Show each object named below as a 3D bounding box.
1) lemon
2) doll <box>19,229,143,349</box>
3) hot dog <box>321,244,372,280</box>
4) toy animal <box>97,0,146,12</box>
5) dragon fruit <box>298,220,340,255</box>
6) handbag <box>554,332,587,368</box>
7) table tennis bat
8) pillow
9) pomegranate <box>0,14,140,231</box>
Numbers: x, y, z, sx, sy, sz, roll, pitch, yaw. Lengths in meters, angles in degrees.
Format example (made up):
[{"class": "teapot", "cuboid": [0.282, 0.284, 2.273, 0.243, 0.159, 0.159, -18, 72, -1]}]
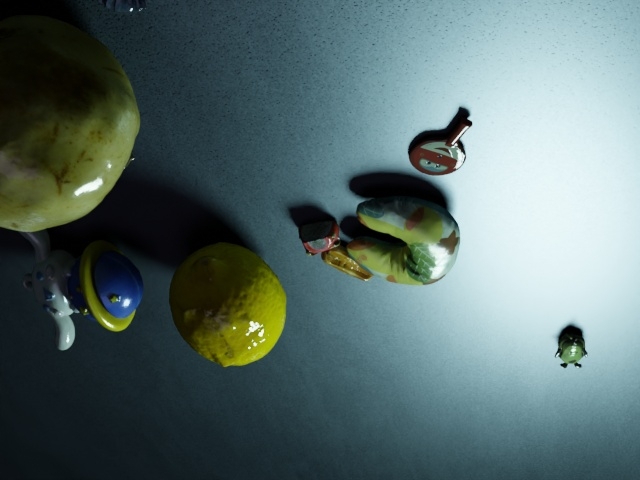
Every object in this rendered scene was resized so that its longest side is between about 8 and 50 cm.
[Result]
[{"class": "lemon", "cuboid": [-0.185, 0.127, 1.811, 0.233, 0.234, 0.288, -8, 139, 17]}, {"class": "doll", "cuboid": [-0.493, 0.059, 1.855, 0.242, 0.160, 0.311, -7, 119, 36]}, {"class": "hot dog", "cuboid": [0.056, 0.042, 1.825, 0.133, 0.041, 0.056, 29, 123, -23]}, {"class": "toy animal", "cuboid": [-0.244, -0.409, 1.216, 0.218, 0.116, 0.179, 21, 141, -9]}, {"class": "dragon fruit", "cuboid": [0.000, 0.000, 1.760, 0.083, 0.056, 0.060, -10, 139, 17]}, {"class": "handbag", "cuboid": [0.557, 0.240, 2.003, 0.072, 0.047, 0.111, -3, 144, 9]}, {"class": "table tennis bat", "cuboid": [0.215, -0.161, 1.559, 0.098, 0.019, 0.155, 18, 144, -15]}, {"class": "pillow", "cuboid": [0.160, 0.004, 1.729, 0.214, 0.086, 0.233, 14, 144, -1]}, {"class": "pomegranate", "cuboid": [-0.440, -0.175, 1.387, 0.332, 0.333, 0.333, 4, 142, 3]}]
